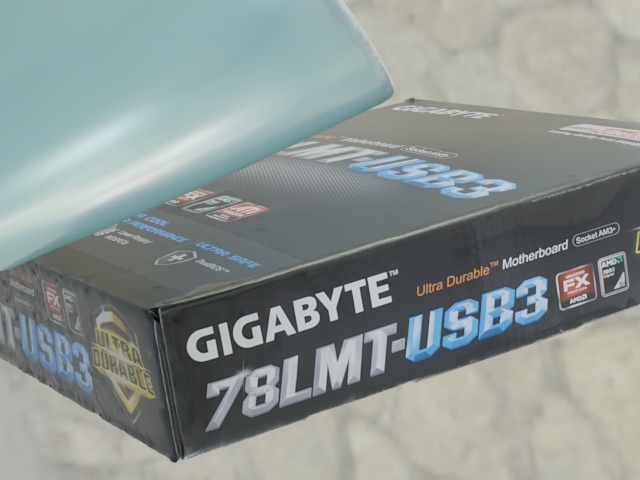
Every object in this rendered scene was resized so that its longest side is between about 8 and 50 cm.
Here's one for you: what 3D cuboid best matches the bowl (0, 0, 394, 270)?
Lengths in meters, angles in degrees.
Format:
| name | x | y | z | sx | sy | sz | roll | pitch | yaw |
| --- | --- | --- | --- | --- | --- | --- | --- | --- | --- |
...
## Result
| name | x | y | z | sx | sy | sz | roll | pitch | yaw |
| --- | --- | --- | --- | --- | --- | --- | --- | --- | --- |
| bowl | -0.138 | -0.108 | 0.633 | 0.311 | 0.163 | 0.311 | 46 | 0 | 0 |

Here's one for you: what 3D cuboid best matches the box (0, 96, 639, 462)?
| name | x | y | z | sx | sy | sz | roll | pitch | yaw |
| --- | --- | --- | --- | --- | --- | --- | --- | --- | --- |
| box | 0.000 | 0.000 | 0.924 | 0.295 | 0.293 | 0.073 | 16 | -60 | 61 |
